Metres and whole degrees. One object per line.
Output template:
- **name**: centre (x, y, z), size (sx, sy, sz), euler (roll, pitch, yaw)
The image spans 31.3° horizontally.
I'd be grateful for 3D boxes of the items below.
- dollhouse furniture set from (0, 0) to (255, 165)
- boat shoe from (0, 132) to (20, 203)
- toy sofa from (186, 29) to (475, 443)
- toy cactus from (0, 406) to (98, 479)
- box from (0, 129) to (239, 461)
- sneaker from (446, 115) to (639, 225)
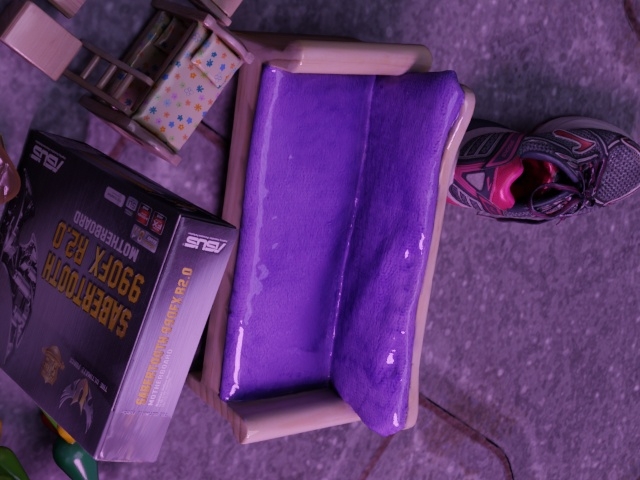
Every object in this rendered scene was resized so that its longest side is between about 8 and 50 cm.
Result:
- **dollhouse furniture set**: centre (-0.133, -0.182, 0.892), size (0.161, 0.101, 0.182), euler (39, 83, -40)
- **boat shoe**: centre (-0.271, -0.090, 0.863), size (0.050, 0.045, 0.135), euler (-25, 126, -18)
- **toy sofa**: centre (0.000, 0.000, 1.019), size (0.150, 0.177, 0.363), euler (-4, 111, -36)
- **toy cactus**: centre (-0.220, 0.235, 0.970), size (0.180, 0.112, 0.219), euler (26, 48, -47)
- **box**: centre (-0.175, 0.034, 0.864), size (0.056, 0.231, 0.183), euler (14, 100, -43)
- **sneaker**: centre (0.253, -0.064, 1.226), size (0.299, 0.112, 0.121), euler (-6, 112, -36)
